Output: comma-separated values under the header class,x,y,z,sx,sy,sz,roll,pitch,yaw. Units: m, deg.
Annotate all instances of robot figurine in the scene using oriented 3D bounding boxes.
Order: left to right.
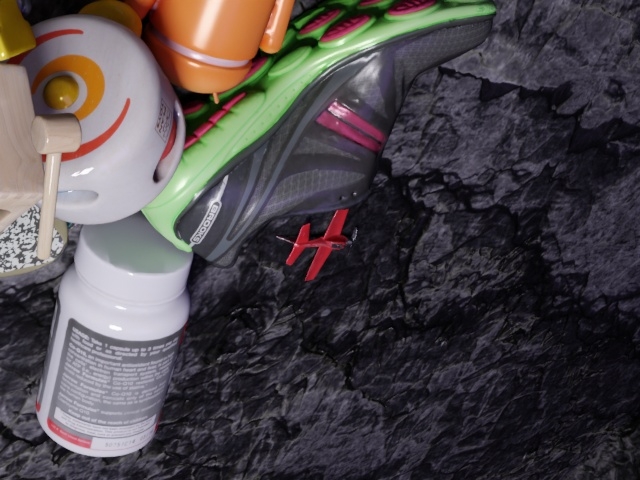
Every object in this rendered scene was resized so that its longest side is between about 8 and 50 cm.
class,x,y,z,sx,sy,sz,roll,pitch,yaw
robot figurine,-0.117,-0.254,1.295,0.158,0.128,0.219,-27,144,-58

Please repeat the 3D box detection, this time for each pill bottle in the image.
class,x,y,z,sx,sy,sz,roll,pitch,yaw
pill bottle,-0.251,0.115,1.488,0.161,0.161,0.283,-10,131,-38

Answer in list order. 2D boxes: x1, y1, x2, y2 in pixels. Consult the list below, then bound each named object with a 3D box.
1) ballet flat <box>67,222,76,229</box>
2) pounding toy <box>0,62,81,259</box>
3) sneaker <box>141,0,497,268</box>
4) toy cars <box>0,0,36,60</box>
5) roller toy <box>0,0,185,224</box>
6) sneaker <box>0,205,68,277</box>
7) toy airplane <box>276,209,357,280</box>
class,x,y,z,sx,sy,sz,roll,pitch,yaw
ballet flat,-0.275,-0.065,1.404,0.041,0.041,0.114,7,120,-47
pounding toy,-0.296,-0.066,1.054,0.094,0.181,0.206,-2,163,-39
sneaker,0.006,-0.147,1.438,0.483,0.185,0.202,-35,121,-5
toy cars,-0.366,-0.300,1.000,0.087,0.176,0.393,-16,144,11
roller toy,-0.240,-0.125,1.221,0.209,0.191,0.146,-34,160,-4
sneaker,-0.409,-0.006,1.200,0.410,0.182,0.158,16,113,-50
toy airplane,0.000,0.000,1.733,0.151,0.028,0.151,-26,138,-26
